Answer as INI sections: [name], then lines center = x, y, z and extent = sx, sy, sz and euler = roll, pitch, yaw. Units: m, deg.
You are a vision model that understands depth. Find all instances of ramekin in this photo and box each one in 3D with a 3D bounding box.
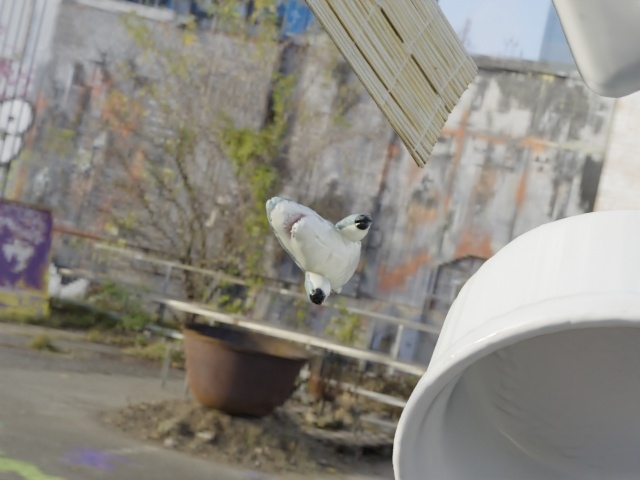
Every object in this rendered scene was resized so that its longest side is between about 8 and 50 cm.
[ramekin]
center = 0.194, 0.114, 0.638
extent = 0.277, 0.277, 0.135
euler = 12, 37, 9

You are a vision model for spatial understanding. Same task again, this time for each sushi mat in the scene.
[sushi mat]
center = 0.055, -0.234, 0.993
extent = 0.019, 0.151, 0.316
euler = 3, -38, 46

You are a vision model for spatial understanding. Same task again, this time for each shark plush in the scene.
[shark plush]
center = 0.000, 0.000, 0.768
extent = 0.067, 0.073, 0.161
euler = 30, 5, 10

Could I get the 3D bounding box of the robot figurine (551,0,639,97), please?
[robot figurine]
center = 0.294, -0.195, 0.533
extent = 0.353, 0.200, 0.300
euler = -20, 16, 18
